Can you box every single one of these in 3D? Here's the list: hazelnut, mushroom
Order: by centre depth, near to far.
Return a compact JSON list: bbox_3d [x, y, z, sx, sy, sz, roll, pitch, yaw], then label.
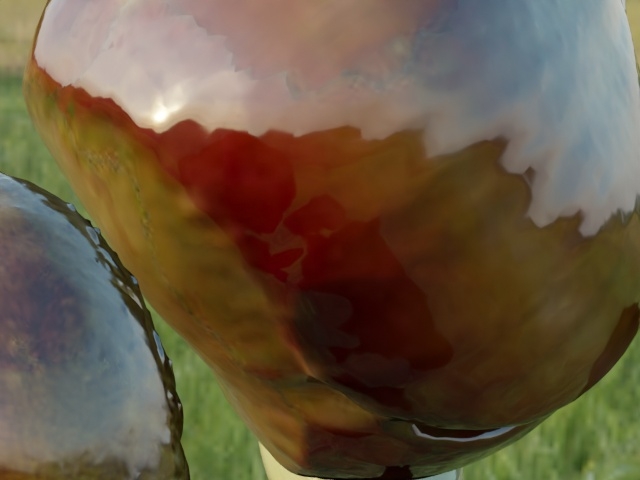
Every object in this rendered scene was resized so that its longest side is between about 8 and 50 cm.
[{"bbox_3d":[-0.150,0.095,0.727,0.153,0.253,0.253,7,7,-30],"label":"mushroom"},{"bbox_3d":[0.028,-0.048,1.018,0.409,0.359,0.359,46,-13,-28],"label":"hazelnut"}]

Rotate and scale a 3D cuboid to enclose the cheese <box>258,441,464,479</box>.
[{"bbox_3d":[0.026,0.185,1.180,0.163,0.071,0.248,26,45,-24],"label":"cheese"}]
